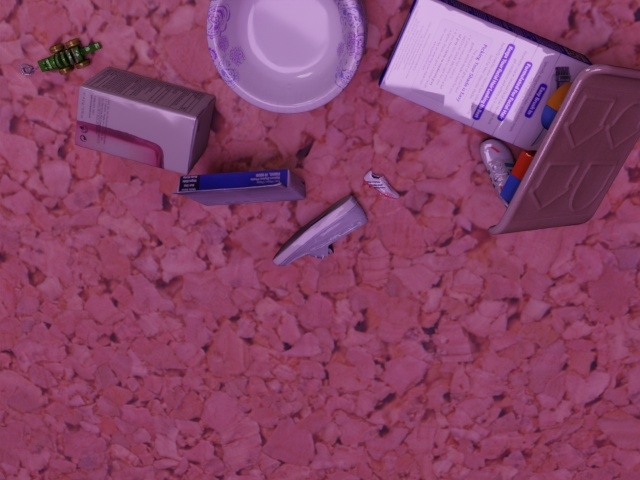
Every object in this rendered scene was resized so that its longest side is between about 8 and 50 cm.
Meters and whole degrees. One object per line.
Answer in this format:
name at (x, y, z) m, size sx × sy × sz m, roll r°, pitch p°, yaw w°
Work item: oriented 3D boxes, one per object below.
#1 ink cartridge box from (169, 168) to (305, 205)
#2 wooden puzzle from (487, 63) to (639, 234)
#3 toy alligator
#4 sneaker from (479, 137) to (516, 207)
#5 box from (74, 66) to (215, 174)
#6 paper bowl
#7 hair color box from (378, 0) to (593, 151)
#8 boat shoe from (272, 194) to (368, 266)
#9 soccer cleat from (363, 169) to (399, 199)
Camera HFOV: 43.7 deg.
ink cartridge box at (-0.157, -0.107, 1.570) m, size 0.223 × 0.224 × 0.045 m, roll -3°, pitch 86°, yaw 9°
wooden puzzle at (0.462, -0.166, 1.440) m, size 0.080 × 0.322 × 0.348 m, roll 47°, pitch 125°, yaw 32°
toy alligator at (-0.526, -0.356, 1.589) m, size 0.189 × 0.051 × 0.056 m, roll -14°, pitch 113°, yaw 15°
sneaker at (0.361, -0.123, 1.559) m, size 0.057 × 0.075 × 0.161 m, roll -23°, pitch 111°, yaw 18°
box at (-0.342, -0.236, 1.567) m, size 0.232 × 0.149 × 0.127 m, roll 16°, pitch 118°, yaw 1°
paper bowl at (-0.055, -0.385, 1.451) m, size 0.284 × 0.148 × 0.285 m, roll 3°, pitch 117°, yaw 6°
hair color box at (0.298, -0.308, 1.460) m, size 0.338 × 0.110 × 0.185 m, roll 23°, pitch 116°, yaw -2°
boat shoe at (0.001, -0.001, 1.671) m, size 0.227 × 0.079 × 0.081 m, roll -36°, pitch 102°, yaw 19°
soccer cleat at (0.127, -0.113, 1.626) m, size 0.083 × 0.029 × 0.036 m, roll 30°, pitch 121°, yaw -2°
